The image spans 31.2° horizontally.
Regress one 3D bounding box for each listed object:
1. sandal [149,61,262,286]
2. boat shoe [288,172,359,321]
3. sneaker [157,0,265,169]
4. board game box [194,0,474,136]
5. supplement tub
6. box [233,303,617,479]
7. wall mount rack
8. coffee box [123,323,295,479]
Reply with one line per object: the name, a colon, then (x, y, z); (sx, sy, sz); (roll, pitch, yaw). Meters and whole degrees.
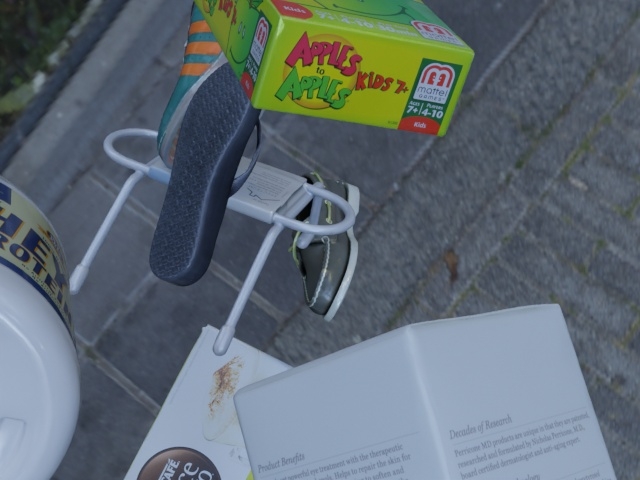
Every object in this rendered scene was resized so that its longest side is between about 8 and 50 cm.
sandal: (-0.110, -0.074, 1.191); (0.097, 0.054, 0.254); (13, 81, 45)
boat shoe: (-0.002, 0.003, 1.686); (0.091, 0.109, 0.305); (24, 33, -13)
sneaker: (-0.116, -0.227, 1.395); (0.302, 0.108, 0.121); (-55, 47, 17)
board game box: (-0.007, -0.114, 0.555); (0.092, 0.043, 0.181); (6, 29, -23)
supplement tub: (-0.321, 0.069, 0.941); (0.235, 0.235, 0.325); (-34, 24, -1)
box: (0.041, 0.082, 0.449); (0.101, 0.102, 0.087); (-26, 75, 43)
wall mount rack: (-0.147, -0.015, 1.462); (0.350, 0.130, 0.304); (20, 32, 13)
coffee box: (-0.113, 0.372, 1.913); (0.334, 0.338, 0.337); (27, 82, 4)
